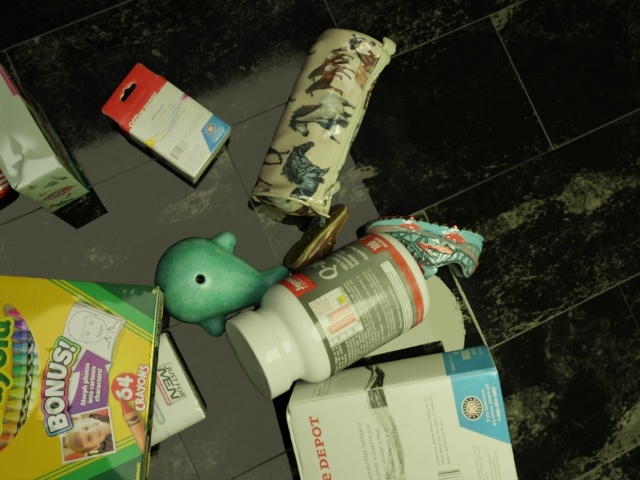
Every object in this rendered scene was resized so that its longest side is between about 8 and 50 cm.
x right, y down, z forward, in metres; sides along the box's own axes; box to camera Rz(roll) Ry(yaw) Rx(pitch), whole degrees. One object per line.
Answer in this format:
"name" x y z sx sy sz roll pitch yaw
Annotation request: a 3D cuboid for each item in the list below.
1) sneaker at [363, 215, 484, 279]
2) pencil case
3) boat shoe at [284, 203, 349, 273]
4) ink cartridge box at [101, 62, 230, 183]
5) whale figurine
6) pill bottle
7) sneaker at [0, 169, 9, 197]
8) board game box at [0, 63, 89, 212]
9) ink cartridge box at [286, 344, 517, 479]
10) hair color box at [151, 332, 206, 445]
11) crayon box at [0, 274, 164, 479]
"sneaker" 0.215 0.019 1.694 0.261 0.104 0.125 10 85 -6
"pencil case" 0.012 -0.241 1.658 0.183 0.160 0.411 19 81 24
"boat shoe" 0.000 0.000 1.693 0.178 0.064 0.060 -50 123 -7
"ink cartridge box" -0.316 -0.241 1.660 0.231 0.078 0.134 36 81 -3
"whale figurine" -0.195 0.086 1.614 0.271 0.141 0.217 9 83 -10
"pill bottle" 0.014 0.147 1.571 0.362 0.210 0.210 -28 89 -21
"sneaker" -0.725 -0.116 1.594 0.221 0.087 0.128 -5 95 5
"board game box" -0.552 -0.185 1.511 0.097 0.303 0.224 -30 90 -9
"ink cartridge box" 0.159 0.386 1.549 0.394 0.166 0.286 -11 99 7
"hair color box" -0.431 0.346 1.574 0.374 0.113 0.185 -26 88 -8
"crayon box" -0.461 0.256 1.470 0.312 0.106 0.363 4 81 -5
